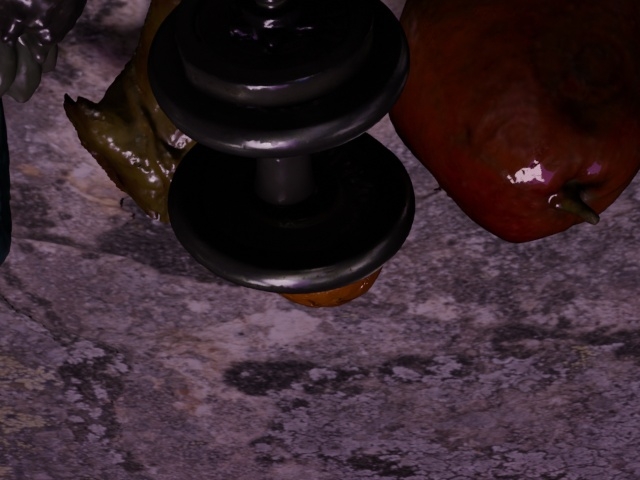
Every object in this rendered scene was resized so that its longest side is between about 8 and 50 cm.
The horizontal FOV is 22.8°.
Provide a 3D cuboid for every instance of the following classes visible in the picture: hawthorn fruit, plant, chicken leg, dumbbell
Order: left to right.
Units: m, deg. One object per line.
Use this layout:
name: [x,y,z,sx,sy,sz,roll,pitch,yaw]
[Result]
plant: [-0.236,-0.203,1.176,0.132,0.129,0.194,28,120,-5]
chicken leg: [-0.117,-0.143,1.308,0.211,0.140,0.361,-22,136,1]
dumbbell: [-0.026,-0.080,1.172,0.192,0.192,0.290,1,135,3]
hawthorn fruit: [0.162,-0.104,1.214,0.224,0.261,0.224,-2,139,-2]

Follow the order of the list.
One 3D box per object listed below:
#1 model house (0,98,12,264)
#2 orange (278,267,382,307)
model house: [-0.375,-0.026,1.402,0.184,0.253,0.291,-5,156,-17]
orange: [-0.002,0.001,1.544,0.135,0.117,0.135,1,104,4]
